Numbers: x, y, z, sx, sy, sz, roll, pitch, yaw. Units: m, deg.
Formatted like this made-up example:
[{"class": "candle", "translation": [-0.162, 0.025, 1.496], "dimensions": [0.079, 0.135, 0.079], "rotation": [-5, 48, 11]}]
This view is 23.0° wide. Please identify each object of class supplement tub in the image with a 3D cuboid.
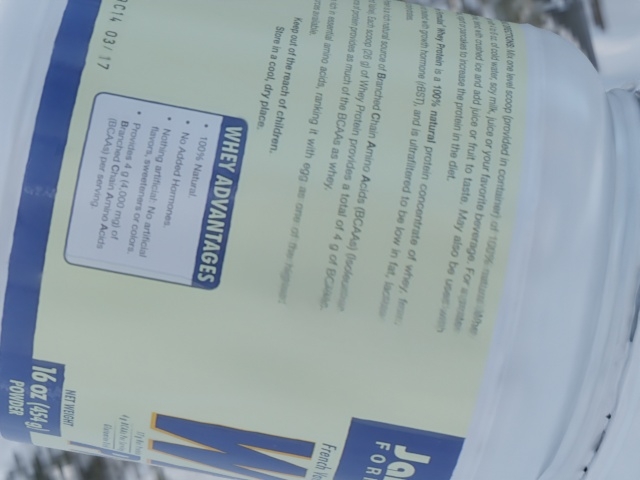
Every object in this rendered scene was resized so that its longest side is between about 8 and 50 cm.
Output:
[{"class": "supplement tub", "translation": [0.000, 0.000, 0.741], "dimensions": [0.325, 0.235, 0.235], "rotation": [10, 10, -2]}]
